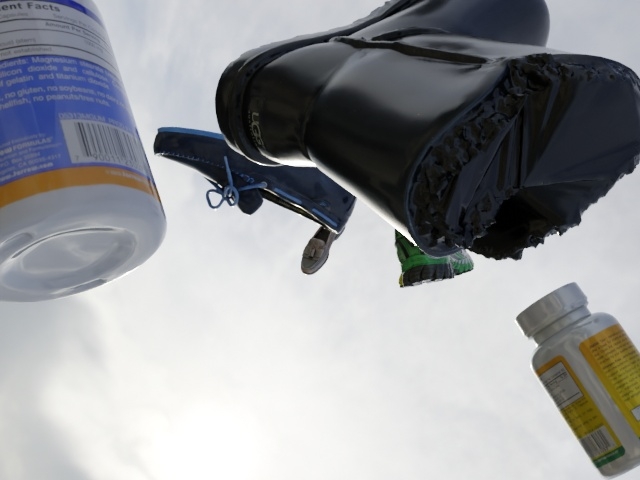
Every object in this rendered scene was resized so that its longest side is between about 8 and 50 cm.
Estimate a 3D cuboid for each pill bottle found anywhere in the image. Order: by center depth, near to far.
[{"bbox_3d":[-0.223,-0.104,0.631,0.152,0.152,0.272,-48,-122,50],"label":"pill bottle"},{"bbox_3d":[0.318,0.158,0.971,0.208,0.117,0.117,59,-39,19],"label":"pill bottle"}]

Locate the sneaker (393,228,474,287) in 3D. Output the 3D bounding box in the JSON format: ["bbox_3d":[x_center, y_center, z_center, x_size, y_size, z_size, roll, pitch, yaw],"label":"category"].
[{"bbox_3d":[0.231,0.009,1.703,0.134,0.343,0.146,-11,-93,15],"label":"sneaker"}]

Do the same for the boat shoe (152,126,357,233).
[{"bbox_3d":[-0.075,-0.069,0.996,0.109,0.258,0.089,-162,-93,-80],"label":"boat shoe"}]

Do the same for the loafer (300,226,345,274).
[{"bbox_3d":[0.000,0.000,1.391,0.045,0.125,0.039,16,-34,27],"label":"loafer"}]

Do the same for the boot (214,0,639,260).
[{"bbox_3d":[0.090,-0.078,0.445,0.207,0.246,0.094,30,-44,50],"label":"boot"}]
